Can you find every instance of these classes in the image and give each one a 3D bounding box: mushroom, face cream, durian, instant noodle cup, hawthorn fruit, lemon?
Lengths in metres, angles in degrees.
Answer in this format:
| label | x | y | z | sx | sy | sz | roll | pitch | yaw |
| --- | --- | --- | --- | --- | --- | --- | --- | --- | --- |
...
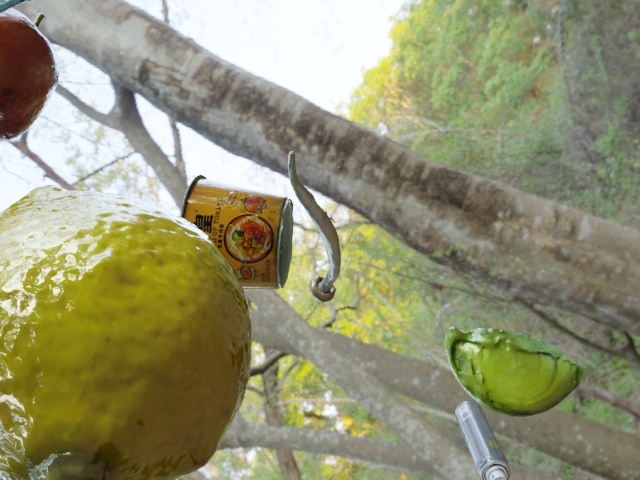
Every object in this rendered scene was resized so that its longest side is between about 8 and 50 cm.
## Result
| label | x | y | z | sx | sy | sz | roll | pitch | yaw |
| --- | --- | --- | --- | --- | --- | --- | --- | --- | --- |
| mushroom | -0.001 | 0.003 | 0.863 | 0.306 | 0.068 | 0.043 | 83 | -155 | -55 |
| face cream | 0.392 | 0.493 | 1.561 | 0.283 | 0.073 | 0.073 | -95 | 17 | -72 |
| durian | 0.314 | 0.220 | 1.081 | 0.101 | 0.250 | 0.139 | 164 | 116 | -79 |
| instant noodle cup | -0.142 | -0.003 | 1.139 | 0.216 | 0.173 | 0.215 | 6 | -90 | -86 |
| hawthorn fruit | -0.666 | -0.366 | 1.315 | 0.287 | 0.287 | 0.330 | 82 | -152 | -51 |
| lemon | -0.248 | 0.121 | 0.695 | 0.387 | 0.350 | 0.349 | -103 | 19 | -60 |

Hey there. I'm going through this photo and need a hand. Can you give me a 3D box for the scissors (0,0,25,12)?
| label | x | y | z | sx | sy | sz | roll | pitch | yaw |
| --- | --- | --- | --- | --- | --- | --- | --- | --- | --- |
| scissors | -0.551 | -0.274 | 0.887 | 0.180 | 0.393 | 0.032 | -91 | -21 | -59 |
